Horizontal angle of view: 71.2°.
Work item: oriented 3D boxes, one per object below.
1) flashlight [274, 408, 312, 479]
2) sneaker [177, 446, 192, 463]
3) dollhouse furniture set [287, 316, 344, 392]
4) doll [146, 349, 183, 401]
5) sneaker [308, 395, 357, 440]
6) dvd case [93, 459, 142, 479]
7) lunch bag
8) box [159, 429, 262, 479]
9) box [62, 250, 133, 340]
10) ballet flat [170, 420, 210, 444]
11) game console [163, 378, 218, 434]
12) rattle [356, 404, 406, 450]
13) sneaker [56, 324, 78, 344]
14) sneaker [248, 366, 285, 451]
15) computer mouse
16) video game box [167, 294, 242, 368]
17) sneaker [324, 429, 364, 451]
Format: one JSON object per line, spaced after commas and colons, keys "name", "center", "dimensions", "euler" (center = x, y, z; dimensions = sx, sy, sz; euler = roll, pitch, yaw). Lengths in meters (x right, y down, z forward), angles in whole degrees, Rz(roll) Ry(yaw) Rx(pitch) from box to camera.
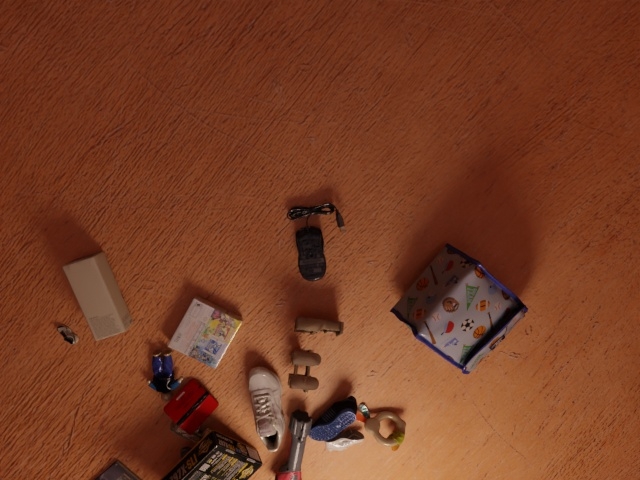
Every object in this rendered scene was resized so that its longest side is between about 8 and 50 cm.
{"name": "flashlight", "center": [-0.100, 0.784, 1.659], "dimensions": [0.103, 0.103, 0.303], "euler": [12, 96, 17]}
{"name": "sneaker", "center": [-0.487, 0.848, 1.653], "dimensions": [0.087, 0.083, 0.221], "euler": [28, 113, 31]}
{"name": "dollhouse furniture set", "center": [-0.017, 0.395, 1.532], "dimensions": [0.161, 0.212, 0.241], "euler": [7, 73, -4]}
{"name": "doll", "center": [-0.551, 0.485, 1.587], "dimensions": [0.129, 0.046, 0.188], "euler": [0, 101, -3]}
{"name": "sneaker", "center": [0.050, 0.660, 1.657], "dimensions": [0.232, 0.090, 0.081], "euler": [-39, 103, 25]}
{"name": "dvd case", "center": [-0.739, 0.946, 1.677], "dimensions": [0.165, 0.018, 0.221], "euler": [-41, 101, 4]}
{"name": "lunch bag", "center": [0.503, 0.260, 1.538], "dimensions": [0.385, 0.239, 0.327], "euler": [39, 95, -27]}
{"name": "box", "center": [-0.406, 0.845, 1.581], "dimensions": [0.322, 0.079, 0.257], "euler": [-45, 131, -2]}
{"name": "box", "center": [-0.737, 0.184, 1.490], "dimensions": [0.113, 0.094, 0.274], "euler": [-16, 101, -1]}
{"name": "ballet flat", "center": [-0.445, 0.704, 1.628], "dimensions": [0.206, 0.073, 0.067], "euler": [35, 87, -12]}
{"name": "game console", "center": [-0.462, 0.595, 1.604], "dimensions": [0.124, 0.085, 0.144], "euler": [36, 65, 18]}
{"name": "rattle", "center": [0.216, 0.710, 1.700], "dimensions": [0.200, 0.142, 0.130], "euler": [12, 68, 8]}
{"name": "sneaker", "center": [-0.871, 0.324, 1.536], "dimensions": [0.083, 0.037, 0.032], "euler": [41, 97, -9]}
{"name": "sneaker", "center": [-0.184, 0.597, 1.584], "dimensions": [0.114, 0.152, 0.304], "euler": [-13, 100, 0]}
{"name": "computer mouse", "center": [0.000, 0.000, 1.532], "dimensions": [0.184, 0.060, 0.261], "euler": [-13, 90, 2]}
{"name": "video game box", "center": [-0.401, 0.320, 1.566], "dimensions": [0.187, 0.048, 0.205], "euler": [30, 98, -7]}
{"name": "sneaker", "center": [0.092, 0.759, 1.692], "dimensions": [0.152, 0.053, 0.061], "euler": [-8, 111, 3]}
